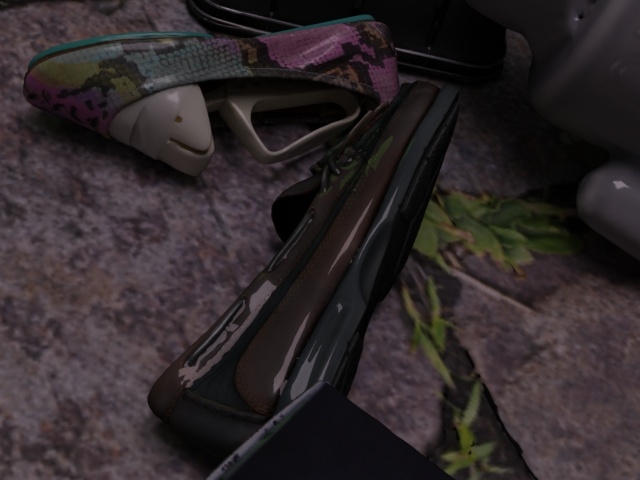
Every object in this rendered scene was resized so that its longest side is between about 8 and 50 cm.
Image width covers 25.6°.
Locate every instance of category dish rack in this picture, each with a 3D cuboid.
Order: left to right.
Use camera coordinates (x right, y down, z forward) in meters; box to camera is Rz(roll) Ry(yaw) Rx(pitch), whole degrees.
[{"bbox_3d":[0.031,-0.234,0.947,0.208,0.074,0.272,12,45,-8],"label":"dish rack"}]

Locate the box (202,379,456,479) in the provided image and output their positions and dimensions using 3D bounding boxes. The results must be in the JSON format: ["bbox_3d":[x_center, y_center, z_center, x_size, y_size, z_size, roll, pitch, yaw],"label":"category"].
[{"bbox_3d":[0.031,0.180,0.520,0.207,0.153,0.108,37,49,15],"label":"box"}]

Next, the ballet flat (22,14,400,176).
[{"bbox_3d":[-0.051,-0.078,0.788,0.221,0.077,0.079,-9,72,-24],"label":"ballet flat"}]

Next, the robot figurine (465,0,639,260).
[{"bbox_3d":[0.259,-0.110,0.800,0.353,0.200,0.300,27,91,-5],"label":"robot figurine"}]

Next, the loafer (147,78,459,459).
[{"bbox_3d":[0.000,0.000,0.716,0.084,0.096,0.267,19,48,8],"label":"loafer"}]
